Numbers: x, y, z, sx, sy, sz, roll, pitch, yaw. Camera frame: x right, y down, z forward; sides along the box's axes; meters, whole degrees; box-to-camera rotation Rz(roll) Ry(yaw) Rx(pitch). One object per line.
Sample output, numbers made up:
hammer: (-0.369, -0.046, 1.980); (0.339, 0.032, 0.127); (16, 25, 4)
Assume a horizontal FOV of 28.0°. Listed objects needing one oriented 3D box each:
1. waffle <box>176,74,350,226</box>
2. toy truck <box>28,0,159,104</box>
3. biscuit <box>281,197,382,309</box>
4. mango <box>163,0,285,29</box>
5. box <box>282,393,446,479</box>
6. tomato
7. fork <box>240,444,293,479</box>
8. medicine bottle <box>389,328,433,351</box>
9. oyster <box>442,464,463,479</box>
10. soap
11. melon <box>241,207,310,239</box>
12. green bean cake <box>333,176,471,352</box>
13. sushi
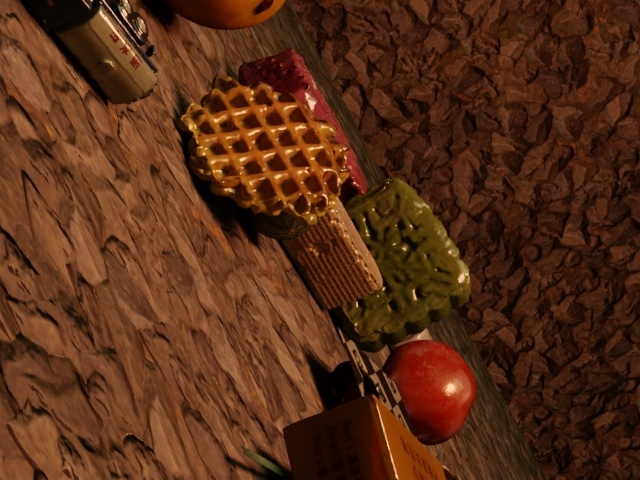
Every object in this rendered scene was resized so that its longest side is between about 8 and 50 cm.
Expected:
waffle: (-0.074, -0.118, 1.692); (0.243, 0.059, 0.238); (26, 42, -11)
toy truck: (-0.240, -0.222, 1.353); (0.202, 0.074, 0.088); (55, 22, -48)
biscuit: (0.000, 0.000, 1.946); (0.239, 0.108, 0.062); (59, 16, -31)
mango: (-0.184, -0.491, 1.905); (0.300, 0.232, 0.446); (46, 11, -49)
box: (0.096, 0.396, 1.323); (0.264, 0.115, 0.415); (52, 19, -56)
tomato: (0.186, 0.261, 2.157); (0.187, 0.151, 0.187); (-20, 90, -81)
fork: (-0.044, 0.241, 1.329); (0.039, 0.021, 0.235); (64, 10, 28)
medicine bottle: (0.190, 0.222, 2.485); (0.130, 0.080, 0.080); (59, 11, -30)
oyster: (0.202, 0.419, 1.979); (0.177, 0.105, 0.056); (44, 17, 17)
soap: (-0.018, -0.155, 2.202); (0.325, 0.127, 0.220); (56, 13, -45)
melon: (-0.058, -0.073, 1.789); (0.114, 0.114, 0.167); (55, 12, -43)
green bean cake: (0.105, 0.035, 2.093); (0.248, 0.222, 0.125); (61, 0, 20)
sushi: (0.090, 0.297, 1.793); (0.292, 0.059, 0.294); (49, 18, -57)
